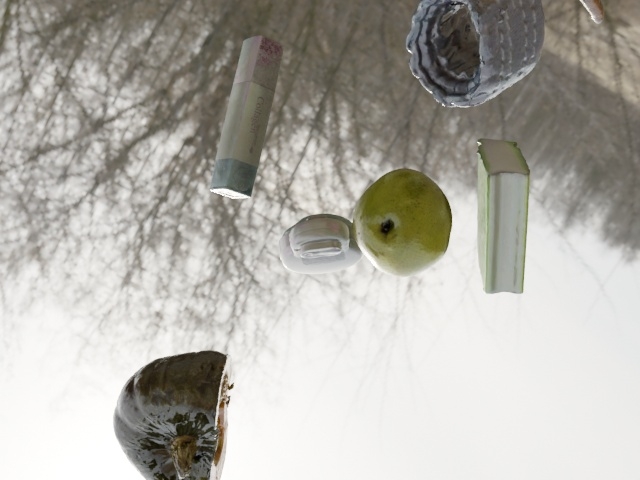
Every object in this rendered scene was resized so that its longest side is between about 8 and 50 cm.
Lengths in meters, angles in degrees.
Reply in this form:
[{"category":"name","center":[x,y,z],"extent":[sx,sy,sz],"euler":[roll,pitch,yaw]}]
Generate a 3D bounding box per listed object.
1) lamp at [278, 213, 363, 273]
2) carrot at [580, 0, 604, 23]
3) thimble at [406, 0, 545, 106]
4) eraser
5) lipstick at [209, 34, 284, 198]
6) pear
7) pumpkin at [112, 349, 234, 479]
[{"category":"lamp","center":[-0.001,-0.003,1.913],"extent":[0.246,0.180,0.107],"euler":[76,-177,-75]},{"category":"carrot","center":[0.446,-0.412,1.543],"extent":[0.036,0.035,0.165],"euler":[43,178,40]},{"category":"thimble","center":[0.257,-0.345,1.535],"extent":[0.205,0.236,0.172],"euler":[44,-124,14]},{"category":"eraser","center":[0.363,-0.053,1.871],"extent":[0.092,0.274,0.210],"euler":[-3,-154,5]},{"category":"lipstick","center":[-0.145,-0.244,1.831],"extent":[0.066,0.317,0.068],"euler":[18,169,-36]},{"category":"pear","center":[0.151,-0.031,1.670],"extent":[0.198,0.198,0.198],"euler":[29,-166,-8]},{"category":"pumpkin","center":[-0.299,0.371,1.833],"extent":[0.232,0.324,0.242],"euler":[5,-157,0]}]
